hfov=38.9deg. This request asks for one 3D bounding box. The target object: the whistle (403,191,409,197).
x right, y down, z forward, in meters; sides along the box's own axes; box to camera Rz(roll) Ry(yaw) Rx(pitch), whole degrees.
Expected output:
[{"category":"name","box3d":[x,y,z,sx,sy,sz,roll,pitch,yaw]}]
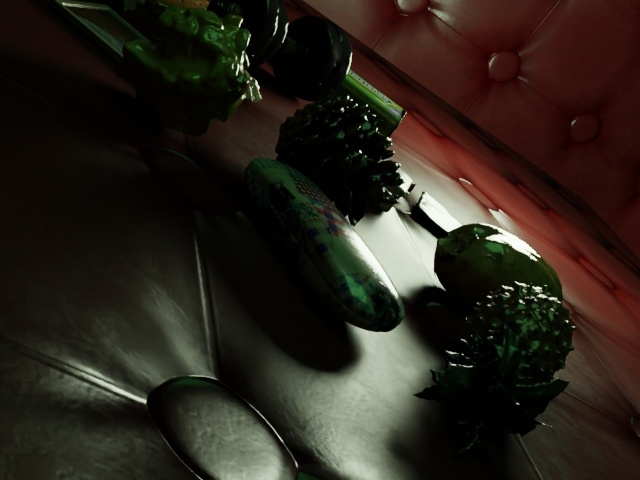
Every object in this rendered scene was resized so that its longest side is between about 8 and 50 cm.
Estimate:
[{"category":"whistle","box3d":[0.140,-0.124,1.857,0.100,0.035,0.035,41,18,3]}]

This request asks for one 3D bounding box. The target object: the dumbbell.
[{"category":"dumbbell","box3d":[-0.085,-0.414,1.888,0.388,0.185,0.185,15,29,-50]}]

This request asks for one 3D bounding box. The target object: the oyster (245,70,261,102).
[{"category":"oyster","box3d":[-0.183,-0.330,1.676,0.209,0.072,0.133,35,21,-17]}]

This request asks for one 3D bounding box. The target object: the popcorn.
[{"category":"popcorn","box3d":[-0.177,-0.251,1.300,0.167,0.187,0.185,46,26,-1]}]

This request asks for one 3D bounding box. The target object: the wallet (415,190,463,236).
[{"category":"wallet","box3d":[0.311,0.007,1.880,0.285,0.030,0.146,39,15,-1]}]

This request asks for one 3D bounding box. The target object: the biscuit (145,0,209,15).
[{"category":"biscuit","box3d":[-0.296,-0.505,1.920,0.284,0.043,0.306,37,18,-5]}]

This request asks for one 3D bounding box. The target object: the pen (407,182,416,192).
[{"category":"pen","box3d":[0.118,-0.182,1.967,0.218,0.026,0.026,41,18,9]}]

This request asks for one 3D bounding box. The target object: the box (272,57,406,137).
[{"category":"box","box3d":[0.048,-0.379,2.193,0.345,0.097,0.134,37,17,-6]}]

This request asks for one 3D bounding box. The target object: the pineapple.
[{"category":"pineapple","box3d":[0.237,0.173,1.180,0.165,0.165,0.364,41,26,7]}]

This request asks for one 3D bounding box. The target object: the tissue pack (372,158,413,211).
[{"category":"tissue pack","box3d":[0.112,-0.120,1.742,0.115,0.065,0.155,40,18,1]}]

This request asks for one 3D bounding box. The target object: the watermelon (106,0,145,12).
[{"category":"watermelon","box3d":[-0.411,-0.502,1.700,0.207,0.136,0.202,18,-34,30]}]

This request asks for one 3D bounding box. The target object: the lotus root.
[{"category":"lotus root","box3d":[0.316,0.067,1.560,0.284,0.146,0.160,32,37,-28]}]

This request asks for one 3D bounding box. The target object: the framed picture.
[{"category":"framed picture","box3d":[-0.302,-0.307,1.474,0.250,0.016,0.184,40,17,5]}]

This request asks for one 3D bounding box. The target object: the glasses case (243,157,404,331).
[{"category":"glasses case","box3d":[0.000,0.000,1.215,0.125,0.076,0.327,21,26,-47]}]

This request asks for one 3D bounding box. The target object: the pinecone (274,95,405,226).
[{"category":"pinecone","box3d":[0.027,-0.120,1.413,0.204,0.184,0.179,62,6,-9]}]
